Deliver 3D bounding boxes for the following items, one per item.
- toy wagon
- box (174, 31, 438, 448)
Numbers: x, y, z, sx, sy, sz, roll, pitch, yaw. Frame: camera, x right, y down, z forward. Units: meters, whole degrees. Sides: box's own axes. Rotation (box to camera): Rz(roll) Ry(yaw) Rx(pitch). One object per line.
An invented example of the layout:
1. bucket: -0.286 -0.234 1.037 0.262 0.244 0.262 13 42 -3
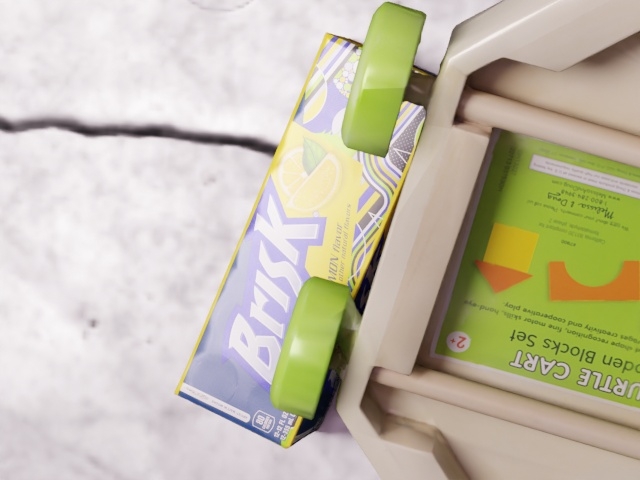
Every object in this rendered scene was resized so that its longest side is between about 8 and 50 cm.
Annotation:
1. toy wagon: 0.118 0.057 0.715 0.267 0.068 0.344 17 117 2
2. box: 0.000 0.000 0.782 0.059 0.054 0.169 24 98 12
